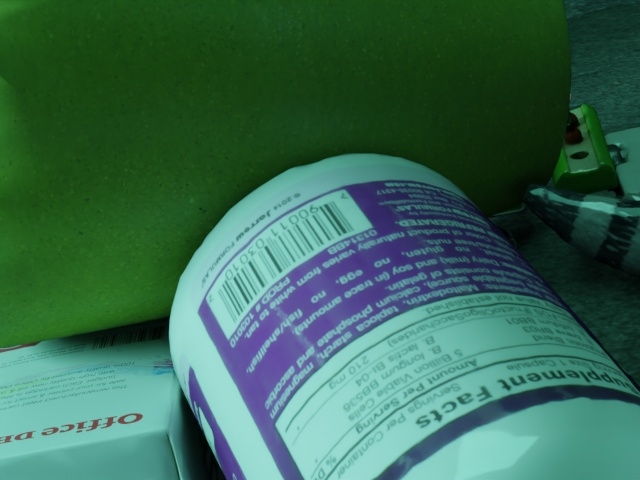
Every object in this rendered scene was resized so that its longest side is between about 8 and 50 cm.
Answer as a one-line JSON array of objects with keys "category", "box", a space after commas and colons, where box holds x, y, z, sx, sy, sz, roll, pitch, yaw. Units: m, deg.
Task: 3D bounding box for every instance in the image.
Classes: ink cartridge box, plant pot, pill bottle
[{"category": "ink cartridge box", "box": [-0.119, 0.125, 0.760, 0.128, 0.127, 0.176, -11, 18, 3]}, {"category": "plant pot", "box": [-0.029, -0.088, 0.782, 0.293, 0.275, 0.275, -2, 17, -12]}, {"category": "pill bottle", "box": [0.057, 0.103, 0.607, 0.169, 0.169, 0.301, -16, 37, -15]}]

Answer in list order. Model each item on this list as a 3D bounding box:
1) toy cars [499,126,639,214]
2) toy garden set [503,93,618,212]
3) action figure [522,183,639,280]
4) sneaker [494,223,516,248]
[{"category": "toy cars", "box": [0.198, -0.040, 1.146, 0.176, 0.087, 0.393, -28, 28, -29]}, {"category": "toy garden set", "box": [0.087, -0.078, 1.119, 0.244, 0.049, 0.204, -12, 26, 9]}, {"category": "action figure", "box": [0.246, 0.063, 0.668, 0.330, 0.179, 0.341, -1, 23, 32]}, {"category": "sneaker", "box": [0.083, 0.000, 1.129, 0.135, 0.052, 0.058, 13, 8, 10]}]
